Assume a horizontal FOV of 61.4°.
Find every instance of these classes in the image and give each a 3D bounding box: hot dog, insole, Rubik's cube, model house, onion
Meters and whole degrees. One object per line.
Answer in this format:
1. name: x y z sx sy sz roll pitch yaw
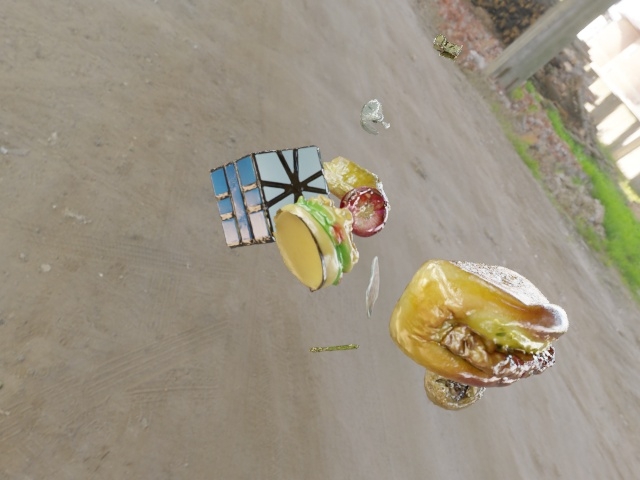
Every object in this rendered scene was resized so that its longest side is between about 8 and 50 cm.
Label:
1. hot dog: 0.317 0.157 0.992 0.223 0.185 0.405 35 17 36
2. insole: 0.091 0.077 0.926 0.193 0.006 0.065 -60 145 -70
3. Rubik's cube: -0.156 -0.141 1.783 0.293 0.283 0.288 -17 94 -37
4. model house: 0.399 -0.612 1.693 0.083 0.058 0.057 25 -16 14
5. onion: 0.129 -0.087 1.599 0.150 0.150 0.140 49 6 -3

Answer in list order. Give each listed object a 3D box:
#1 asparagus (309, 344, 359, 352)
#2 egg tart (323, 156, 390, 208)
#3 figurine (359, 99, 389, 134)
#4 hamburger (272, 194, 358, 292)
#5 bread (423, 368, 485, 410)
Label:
1. asparagus: 0.030 0.243 1.211 0.016 0.166 0.013 25 63 -34
2. egg tart: 0.137 -0.226 2.222 0.351 0.153 0.339 29 0 28
3. figurine: 0.154 -0.361 1.589 0.094 0.082 0.086 54 8 36
4. hamburger: 0.000 0.000 1.319 0.149 0.237 0.237 -26 76 -29
5. bread: 0.459 0.471 1.815 0.230 0.230 0.123 38 -3 -22
